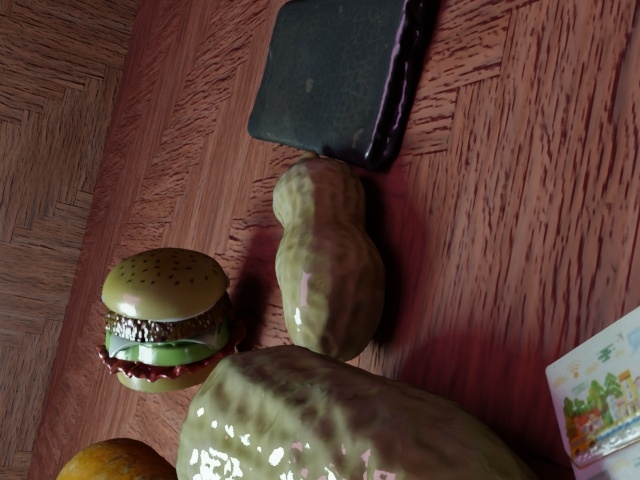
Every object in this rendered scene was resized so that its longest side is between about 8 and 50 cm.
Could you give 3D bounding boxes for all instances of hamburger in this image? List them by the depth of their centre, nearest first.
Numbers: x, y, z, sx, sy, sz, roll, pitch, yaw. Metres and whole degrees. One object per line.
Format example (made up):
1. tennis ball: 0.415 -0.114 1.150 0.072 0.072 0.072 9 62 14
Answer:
1. hamburger: -0.172 0.079 0.879 0.175 0.175 0.137 -137 41 -63

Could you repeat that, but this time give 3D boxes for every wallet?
1. wallet: 0.009 -0.172 0.791 0.321 0.044 0.170 26 102 62

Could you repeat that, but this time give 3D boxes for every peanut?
1. peanut: 0.016 0.149 0.471 0.313 0.152 0.152 -1 77 59
2. peanut: 0.001 0.000 0.661 0.104 0.086 0.228 122 152 -42

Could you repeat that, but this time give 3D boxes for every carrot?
1. carrot: -0.202 0.323 0.892 0.225 0.159 0.159 -5 72 51

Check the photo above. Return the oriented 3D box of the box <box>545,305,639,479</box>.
1. box: 0.163 0.127 0.303 0.122 0.032 0.220 -51 35 45
